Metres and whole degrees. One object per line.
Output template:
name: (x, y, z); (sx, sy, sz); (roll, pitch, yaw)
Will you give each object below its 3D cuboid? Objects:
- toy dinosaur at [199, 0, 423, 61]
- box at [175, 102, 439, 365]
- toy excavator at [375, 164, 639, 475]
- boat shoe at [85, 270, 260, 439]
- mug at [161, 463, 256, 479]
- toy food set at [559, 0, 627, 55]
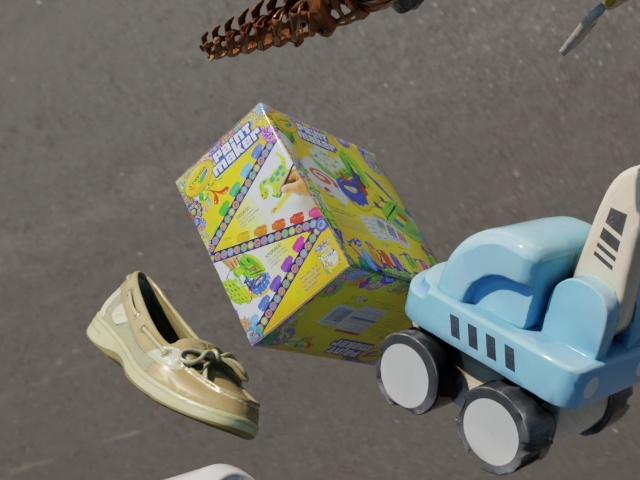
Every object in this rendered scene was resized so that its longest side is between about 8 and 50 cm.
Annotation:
toy dinosaur: (0.033, -0.265, 0.937); (0.164, 0.218, 0.322); (6, 52, 34)
box: (0.000, 0.000, 1.536); (0.177, 0.290, 0.279); (-40, 59, 22)
toy excavator: (0.298, 0.046, 1.265); (0.433, 0.222, 0.445); (29, 120, 41)
boat shoe: (-0.078, 0.061, 0.616); (0.153, 0.056, 0.048); (27, 88, 53)
mug: (-0.051, 0.139, 0.508); (0.064, 0.062, 0.078); (-35, 78, 37)
toy food set: (0.251, -0.243, 0.834); (0.218, 0.128, 0.071); (-39, 86, 6)
